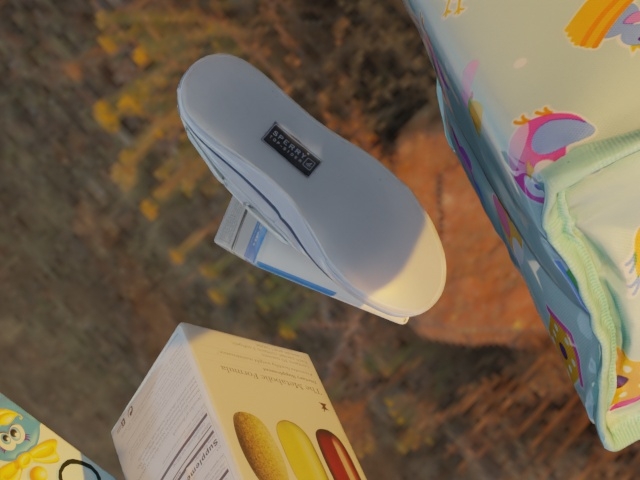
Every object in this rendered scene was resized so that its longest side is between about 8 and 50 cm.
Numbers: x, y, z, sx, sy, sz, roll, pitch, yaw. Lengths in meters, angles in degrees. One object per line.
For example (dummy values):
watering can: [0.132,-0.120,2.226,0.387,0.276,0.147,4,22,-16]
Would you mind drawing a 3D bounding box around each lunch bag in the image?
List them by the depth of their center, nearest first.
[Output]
lunch bag: [0.179,-0.075,0.574,0.223,0.262,0.160,-108,-4,-53]

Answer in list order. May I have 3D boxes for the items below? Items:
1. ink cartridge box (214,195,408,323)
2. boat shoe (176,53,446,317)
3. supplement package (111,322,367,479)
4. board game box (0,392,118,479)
ink cartridge box: [0.000,0.000,1.417,0.148,0.086,0.203,22,-179,-15]
boat shoe: [-0.007,-0.040,1.211,0.258,0.095,0.084,48,165,2]
supplement package: [-0.057,0.204,1.264,0.139,0.134,0.244,16,-151,-33]
board game box: [-0.318,0.247,1.522,0.275,0.142,0.144,39,156,-10]
